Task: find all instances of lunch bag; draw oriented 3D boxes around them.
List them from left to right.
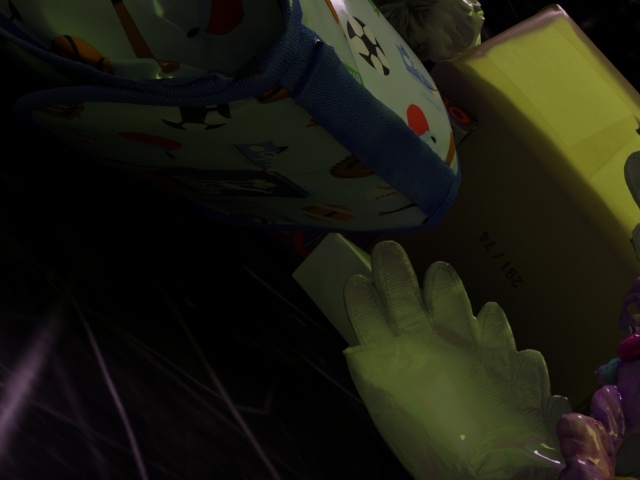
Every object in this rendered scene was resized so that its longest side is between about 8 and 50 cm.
[{"bbox_3d":[-0.097,-0.158,0.971,0.385,0.239,0.328,38,3,27],"label":"lunch bag"}]

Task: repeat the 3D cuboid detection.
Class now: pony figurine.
[{"bbox_3d":[0.216,0.128,0.885,0.363,0.303,0.351,28,36,-47],"label":"pony figurine"}]

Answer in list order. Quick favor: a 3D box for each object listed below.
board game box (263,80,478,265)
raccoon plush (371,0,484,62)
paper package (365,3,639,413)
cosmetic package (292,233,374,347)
[{"bbox_3d":[-0.052,-0.146,1.247,0.347,0.208,0.056,43,31,4],"label":"board game box"},{"bbox_3d":[-0.063,-0.228,1.454,0.446,0.216,0.299,23,6,3],"label":"raccoon plush"},{"bbox_3d":[0.211,-0.006,1.334,0.325,0.168,0.309,51,-35,12],"label":"paper package"},{"bbox_3d":[0.077,0.095,1.115,0.099,0.060,0.239,37,9,-48],"label":"cosmetic package"}]
